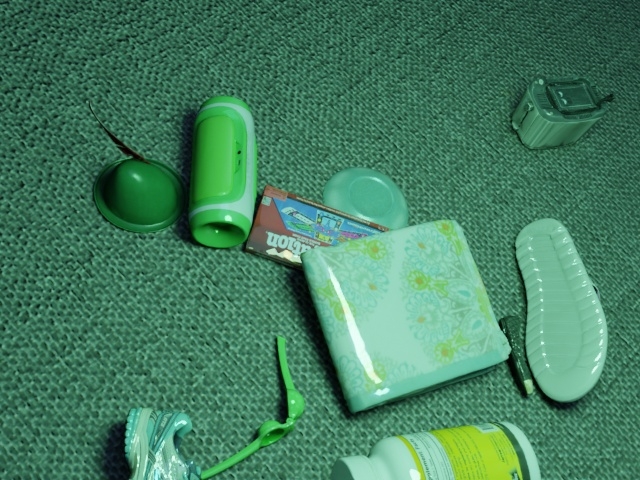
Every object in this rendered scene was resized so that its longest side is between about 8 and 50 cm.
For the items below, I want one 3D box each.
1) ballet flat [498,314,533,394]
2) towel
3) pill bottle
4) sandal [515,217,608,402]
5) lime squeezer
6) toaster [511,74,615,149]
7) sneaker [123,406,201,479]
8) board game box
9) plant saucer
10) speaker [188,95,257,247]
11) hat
[{"bbox_3d":[0.403,0.228,1.817,0.049,0.057,0.173,-8,61,-4],"label":"ballet flat"},{"bbox_3d":[0.169,0.138,1.757,0.374,0.090,0.321,-12,74,-28],"label":"towel"},{"bbox_3d":[0.196,0.426,1.559,0.333,0.188,0.188,-4,63,-19],"label":"pill bottle"},{"bbox_3d":[0.512,0.141,1.874,0.102,0.169,0.416,37,44,-46],"label":"sandal"},{"bbox_3d":[-0.095,0.312,1.607,0.110,0.059,0.310,30,57,0],"label":"lime squeezer"},{"bbox_3d":[0.563,-0.301,2.123,0.227,0.146,0.129,-10,66,-22],"label":"toaster"},{"bbox_3d":[-0.255,0.403,1.455,0.122,0.110,0.283,-4,62,-5],"label":"sneaker"},{"bbox_3d":[0.000,0.000,1.819,0.281,0.027,0.145,19,70,-7],"label":"board game box"},{"bbox_3d":[0.103,-0.085,1.912,0.194,0.037,0.195,9,59,-14],"label":"plant saucer"},{"bbox_3d":[-0.195,-0.139,1.792,0.131,0.131,0.297,7,59,-14],"label":"speaker"},{"bbox_3d":[-0.343,-0.133,1.703,0.208,0.183,0.173,5,60,-16],"label":"hat"}]
